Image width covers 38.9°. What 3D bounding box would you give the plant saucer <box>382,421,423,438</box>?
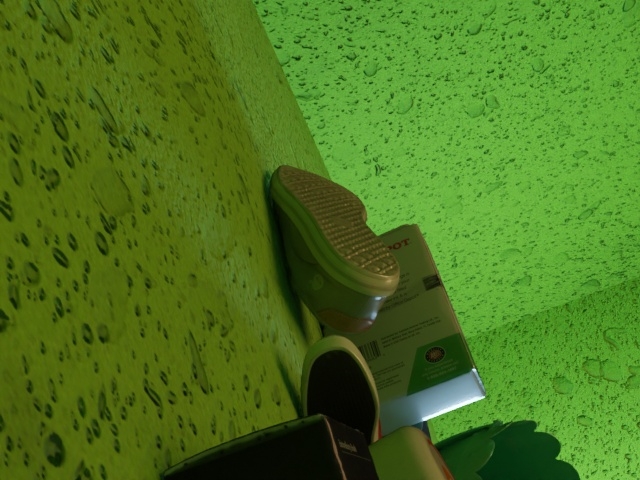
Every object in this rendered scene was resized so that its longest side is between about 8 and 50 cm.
[{"bbox_3d":[0.146,0.260,1.646,0.317,0.043,0.318,-175,-90,-87],"label":"plant saucer"}]

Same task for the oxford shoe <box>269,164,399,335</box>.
[{"bbox_3d":[0.000,0.000,1.402,0.449,0.169,0.130,-116,-136,-60],"label":"oxford shoe"}]

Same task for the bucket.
[{"bbox_3d":[0.205,0.378,1.152,0.281,0.183,0.281,25,55,-41],"label":"bucket"}]

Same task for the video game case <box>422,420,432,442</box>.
[{"bbox_3d":[0.188,0.462,1.591,0.196,0.026,0.274,-84,171,-78],"label":"video game case"}]

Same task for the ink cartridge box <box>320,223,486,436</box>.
[{"bbox_3d":[0.119,0.145,1.482,0.121,0.211,0.289,55,15,-53],"label":"ink cartridge box"}]

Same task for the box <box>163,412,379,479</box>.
[{"bbox_3d":[-0.001,0.227,0.570,0.153,0.108,0.207,54,16,-69],"label":"box"}]

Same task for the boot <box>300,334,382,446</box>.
[{"bbox_3d":[0.029,0.201,1.110,0.176,0.088,0.244,-97,174,-69],"label":"boot"}]

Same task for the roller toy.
[{"bbox_3d":[0.082,0.301,0.920,0.209,0.146,0.191,56,4,-43],"label":"roller toy"}]
